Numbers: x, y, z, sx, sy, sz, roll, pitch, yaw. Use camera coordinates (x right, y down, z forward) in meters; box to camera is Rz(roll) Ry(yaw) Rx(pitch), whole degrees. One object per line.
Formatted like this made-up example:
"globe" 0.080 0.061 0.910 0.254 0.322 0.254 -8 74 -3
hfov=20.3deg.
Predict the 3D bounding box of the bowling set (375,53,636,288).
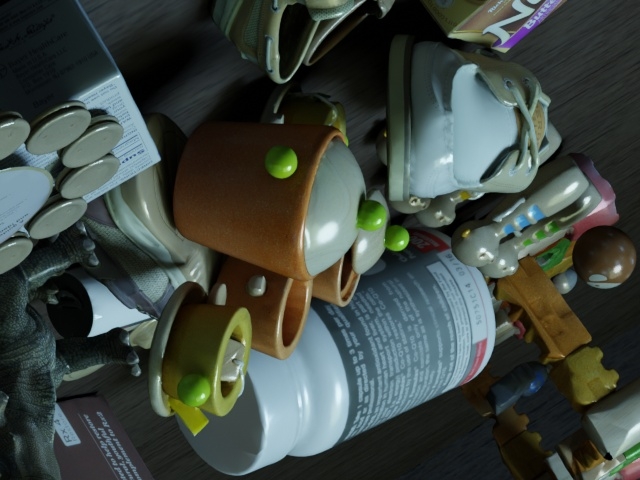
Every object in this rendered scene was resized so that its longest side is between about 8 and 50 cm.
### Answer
"bowling set" 0.155 -0.021 1.517 0.154 0.200 0.287 -35 161 10

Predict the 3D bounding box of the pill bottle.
"pill bottle" 0.010 0.100 1.633 0.283 0.161 0.161 -21 160 -39

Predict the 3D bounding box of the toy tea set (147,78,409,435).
"toy tea set" 0.000 0.000 1.187 0.336 0.124 0.200 -42 141 -68

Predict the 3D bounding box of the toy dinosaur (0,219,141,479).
"toy dinosaur" -0.212 0.059 1.060 0.160 0.313 0.121 -27 119 -23

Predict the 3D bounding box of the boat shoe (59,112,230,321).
"boat shoe" -0.116 -0.006 1.189 0.092 0.103 0.285 5 162 12

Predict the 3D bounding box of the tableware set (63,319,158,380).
"tableware set" -0.141 0.058 1.472 0.169 0.020 0.141 -45 163 32

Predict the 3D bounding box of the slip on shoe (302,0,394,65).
"slip on shoe" 0.032 -0.159 1.125 0.135 0.041 0.051 -31 164 -9

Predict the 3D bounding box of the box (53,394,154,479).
"box" -0.309 0.324 1.618 0.381 0.191 0.143 -40 163 26

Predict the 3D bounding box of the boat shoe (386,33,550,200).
"boat shoe" 0.105 -0.087 1.242 0.103 0.113 0.302 4 -170 9

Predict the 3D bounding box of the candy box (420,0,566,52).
"candy box" 0.161 -0.209 1.217 0.186 0.053 0.109 -41 163 20

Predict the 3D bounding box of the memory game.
"memory game" -0.182 -0.013 0.919 0.186 0.012 0.186 -30 164 -10

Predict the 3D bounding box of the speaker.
"speaker" -0.139 0.035 1.341 0.136 0.055 0.055 -17 157 -47

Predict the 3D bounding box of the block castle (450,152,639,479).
"block castle" 0.284 0.109 1.949 0.213 0.303 0.453 -31 165 -12

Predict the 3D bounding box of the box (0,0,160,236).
"box" -0.165 -0.061 0.966 0.126 0.072 0.137 -31 163 -5

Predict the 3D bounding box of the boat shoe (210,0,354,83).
"boat shoe" -0.004 -0.156 1.003 0.068 0.072 0.190 -26 162 -26
